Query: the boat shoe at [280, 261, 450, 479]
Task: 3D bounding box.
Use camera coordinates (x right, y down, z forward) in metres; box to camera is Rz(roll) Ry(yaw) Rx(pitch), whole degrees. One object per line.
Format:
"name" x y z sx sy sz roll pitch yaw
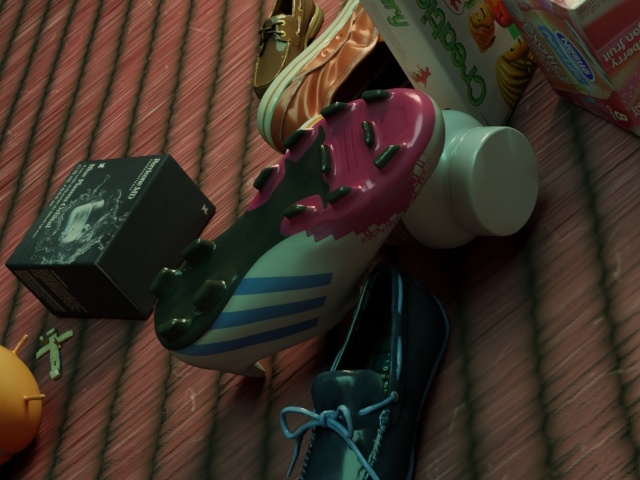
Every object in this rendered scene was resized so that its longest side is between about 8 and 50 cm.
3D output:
"boat shoe" 0.021 0.129 1.068 0.109 0.089 0.258 -15 40 32

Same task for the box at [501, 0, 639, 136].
"box" 0.319 -0.253 1.189 0.300 0.154 0.142 -40 34 -5

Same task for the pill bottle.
"pill bottle" 0.079 -0.054 1.205 0.216 0.121 0.121 5 53 46

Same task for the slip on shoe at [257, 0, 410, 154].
"slip on shoe" 0.074 -0.208 1.411 0.101 0.123 0.331 30 74 37

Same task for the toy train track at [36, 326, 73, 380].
"toy train track" -0.282 0.116 1.440 0.048 0.014 0.083 -34 34 8

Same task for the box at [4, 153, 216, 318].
"box" -0.223 -0.005 1.458 0.158 0.093 0.156 -1 48 41

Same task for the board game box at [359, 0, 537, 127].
"board game box" 0.110 -0.255 1.246 0.053 0.305 0.193 2 51 42

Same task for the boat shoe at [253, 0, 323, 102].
"boat shoe" -0.048 -0.231 1.590 0.064 0.060 0.178 -14 40 32

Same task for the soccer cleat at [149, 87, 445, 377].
"soccer cleat" 0.000 0.000 1.151 0.331 0.143 0.116 -39 43 27

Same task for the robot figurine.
"robot figurine" -0.366 0.180 1.340 0.219 0.128 0.158 -34 2 7
